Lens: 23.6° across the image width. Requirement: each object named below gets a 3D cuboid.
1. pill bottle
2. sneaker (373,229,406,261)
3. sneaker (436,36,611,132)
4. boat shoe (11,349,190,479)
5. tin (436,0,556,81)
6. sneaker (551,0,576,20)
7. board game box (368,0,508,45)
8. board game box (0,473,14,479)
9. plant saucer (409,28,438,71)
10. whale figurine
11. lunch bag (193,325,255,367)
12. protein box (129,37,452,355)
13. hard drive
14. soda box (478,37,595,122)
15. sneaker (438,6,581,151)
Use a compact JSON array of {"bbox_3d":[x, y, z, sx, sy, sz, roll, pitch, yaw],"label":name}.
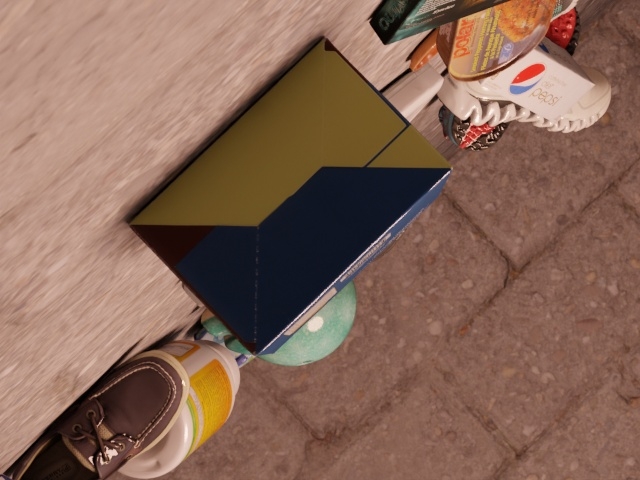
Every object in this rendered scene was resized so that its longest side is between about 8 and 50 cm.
[{"bbox_3d":[-0.191,0.207,1.986,0.136,0.136,0.245,-45,176,19],"label":"pill bottle"},{"bbox_3d":[0.000,0.000,1.836,0.286,0.109,0.130,-38,171,4],"label":"sneaker"},{"bbox_3d":[0.293,-0.217,2.047,0.292,0.110,0.118,-3,134,-39],"label":"sneaker"},{"bbox_3d":[-0.270,0.240,1.827,0.285,0.103,0.092,-39,-177,22],"label":"boat shoe"},{"bbox_3d":[0.159,-0.209,1.375,0.106,0.040,0.190,-26,158,-15],"label":"tin"},{"bbox_3d":[0.259,-0.284,1.879,0.076,0.065,0.166,-31,165,-34],"label":"sneaker"},{"bbox_3d":[0.137,-0.219,1.197,0.186,0.026,0.126,-24,165,-36],"label":"board game box"},{"bbox_3d":[-0.410,0.321,1.522,0.194,0.060,0.194,-43,178,15],"label":"board game box"},{"bbox_3d":[0.122,-0.209,1.588,0.083,0.013,0.083,-43,177,-3],"label":"plant saucer"},{"bbox_3d":[-0.050,0.113,2.037,0.216,0.141,0.272,-9,161,-21],"label":"whale figurine"},{"bbox_3d":[-0.084,0.097,2.263,0.219,0.090,0.176,-42,-175,-2],"label":"lunch bag"},{"bbox_3d":[-0.018,-0.025,1.189,0.200,0.136,0.201,-44,176,-1],"label":"protein box"},{"bbox_3d":[-0.006,-0.063,1.654,0.307,0.040,0.203,-40,175,-41],"label":"hard drive"},{"bbox_3d":[0.250,-0.212,1.869,0.074,0.069,0.216,-45,152,19],"label":"soda box"},{"bbox_3d":[0.258,-0.250,2.193,0.262,0.104,0.125,-48,-158,-2],"label":"sneaker"}]
